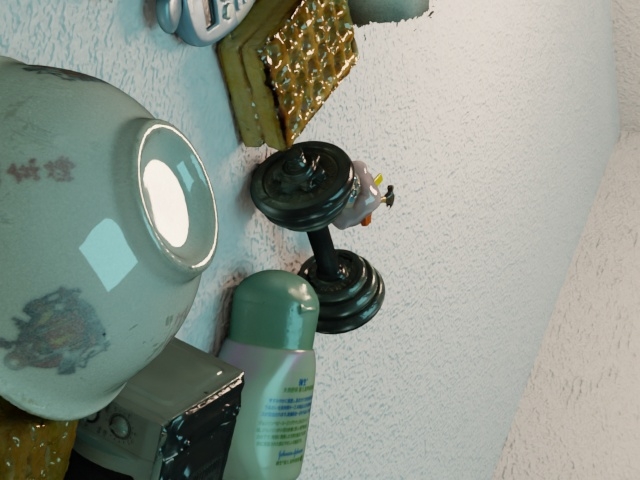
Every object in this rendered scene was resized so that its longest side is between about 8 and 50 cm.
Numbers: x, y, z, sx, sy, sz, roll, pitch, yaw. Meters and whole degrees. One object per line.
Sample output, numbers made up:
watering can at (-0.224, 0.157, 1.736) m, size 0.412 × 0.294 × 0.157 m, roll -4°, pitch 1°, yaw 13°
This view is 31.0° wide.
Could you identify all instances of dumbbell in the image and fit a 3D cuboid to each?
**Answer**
dumbbell at (0.000, 0.000, 1.988) m, size 0.179 × 0.179 × 0.406 m, roll -60°, pitch 148°, yaw -36°

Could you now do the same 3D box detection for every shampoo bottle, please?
shampoo bottle at (-0.091, 0.221, 1.906) m, size 0.222 × 0.151 × 0.349 m, roll 6°, pitch 93°, yaw -58°

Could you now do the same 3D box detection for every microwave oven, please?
microwave oven at (-0.236, 0.303, 1.534) m, size 0.237 × 0.181 × 0.295 m, roll -25°, pitch 133°, yaw -59°

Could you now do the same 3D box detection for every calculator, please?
calculator at (-0.163, -0.388, 1.690) m, size 0.302 × 0.042 × 0.188 m, roll -45°, pitch 138°, yaw -51°

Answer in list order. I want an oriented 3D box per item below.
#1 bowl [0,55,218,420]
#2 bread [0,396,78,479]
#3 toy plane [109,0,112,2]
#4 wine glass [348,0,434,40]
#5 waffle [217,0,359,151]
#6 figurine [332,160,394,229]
bowl at (-0.243, -0.028, 1.309) m, size 0.435 × 0.196 × 0.434 m, roll 48°, pitch 34°, yaw -48°
bread at (-0.390, 0.351, 1.343) m, size 0.185 × 0.109 × 0.380 m, roll -26°, pitch 135°, yaw -72°
toy plane at (-0.264, -0.405, 1.470) m, size 0.078 × 0.053 × 0.197 m, roll 35°, pitch 62°, yaw -71°
wine glass at (0.099, -0.548, 2.011) m, size 0.190 × 0.190 × 0.357 m, roll -46°, pitch 135°, yaw -49°
waffle at (-0.048, -0.312, 1.894) m, size 0.308 × 0.091 × 0.212 m, roll -58°, pitch 145°, yaw -41°
figurine at (0.041, -0.091, 2.128) m, size 0.229 × 0.112 × 0.137 m, roll 30°, pitch 62°, yaw -49°
